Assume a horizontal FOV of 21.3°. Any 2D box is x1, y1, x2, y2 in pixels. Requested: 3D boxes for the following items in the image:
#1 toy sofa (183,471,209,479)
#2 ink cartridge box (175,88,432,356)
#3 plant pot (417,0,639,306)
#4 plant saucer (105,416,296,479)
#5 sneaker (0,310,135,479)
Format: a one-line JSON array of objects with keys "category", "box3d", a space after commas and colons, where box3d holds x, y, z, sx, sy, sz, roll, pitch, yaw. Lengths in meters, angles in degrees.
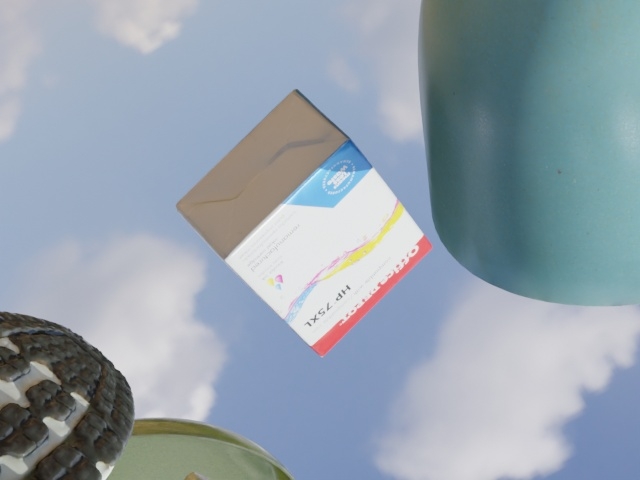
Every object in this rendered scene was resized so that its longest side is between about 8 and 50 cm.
[{"category": "toy sofa", "box3d": [0.035, 0.313, 1.208, 0.177, 0.362, 0.150, -62, -150, 8]}, {"category": "ink cartridge box", "box3d": [0.000, 0.000, 1.362, 0.134, 0.231, 0.078, -45, -127, -2]}, {"category": "plant pot", "box3d": [0.199, -0.138, 1.182, 0.293, 0.235, 0.293, -10, -144, 8]}, {"category": "plant saucer", "box3d": [-0.133, 0.210, 1.402, 0.241, 0.241, 0.037, -23, -132, 22]}, {"category": "sneaker", "box3d": [-0.272, 0.194, 0.975, 0.410, 0.158, 0.182, -43, 171, -39]}]
